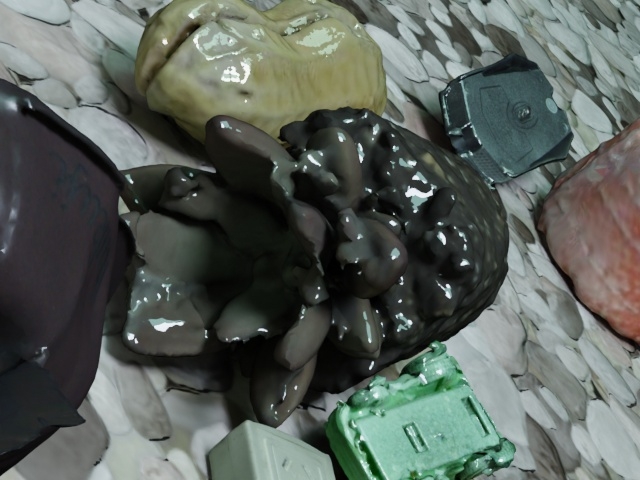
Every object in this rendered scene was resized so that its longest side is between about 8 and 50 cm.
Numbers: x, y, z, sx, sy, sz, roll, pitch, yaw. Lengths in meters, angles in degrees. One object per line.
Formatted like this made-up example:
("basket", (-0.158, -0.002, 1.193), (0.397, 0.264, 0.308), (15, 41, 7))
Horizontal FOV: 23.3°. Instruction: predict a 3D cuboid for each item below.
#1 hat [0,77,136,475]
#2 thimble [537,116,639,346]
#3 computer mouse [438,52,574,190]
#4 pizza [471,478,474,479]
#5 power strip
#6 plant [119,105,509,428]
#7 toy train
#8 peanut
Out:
("hat", (-0.187, 0.065, 0.650), (0.336, 0.238, 0.209), (63, 19, -67))
("thimble", (0.352, -0.006, 1.607), (0.239, 0.162, 0.239), (35, 32, -26))
("computer mouse", (0.182, -0.117, 1.606), (0.231, 0.071, 0.126), (-27, 90, -53))
("pizza", (0.087, 0.219, 1.018), (0.195, 0.052, 0.185), (14, 38, -48))
("power strip", (-0.018, 0.184, 0.915), (0.075, 0.042, 0.175), (29, 32, -36))
("plant", (0.000, 0.000, 1.049), (0.194, 0.181, 0.321), (52, 21, 16))
("toy train", (0.067, 0.133, 1.056), (0.149, 0.081, 0.099), (-18, 71, -40))
("peanut", (-0.038, -0.130, 1.227), (0.290, 0.130, 0.130), (-7, 59, -57))
